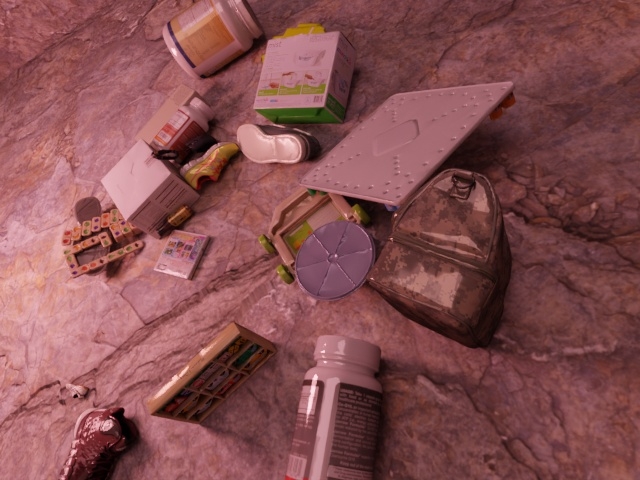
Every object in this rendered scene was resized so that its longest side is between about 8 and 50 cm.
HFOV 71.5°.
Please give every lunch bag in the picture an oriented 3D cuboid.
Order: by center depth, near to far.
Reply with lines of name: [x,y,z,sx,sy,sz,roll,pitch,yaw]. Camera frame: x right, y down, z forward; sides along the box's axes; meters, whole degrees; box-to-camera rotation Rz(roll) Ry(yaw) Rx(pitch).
lunch bag: [0.250,0.037,0.834,0.212,0.305,0.256,24,81,32]

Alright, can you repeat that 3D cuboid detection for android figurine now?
android figurine: [-0.075,-0.651,1.526,0.272,0.056,0.249,15,72,34]

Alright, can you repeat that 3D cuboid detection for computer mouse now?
computer mouse: [-0.441,-0.310,1.457,0.071,0.041,0.242,36,41,23]

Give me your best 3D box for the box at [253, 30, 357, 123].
box: [-0.050,-0.485,1.344,0.261,0.126,0.232,8,83,31]

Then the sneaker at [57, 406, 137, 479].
sneaker: [-0.542,0.548,1.098,0.162,0.106,0.282,-18,57,15]

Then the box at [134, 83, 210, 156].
box: [-0.543,-0.433,1.633,0.113,0.094,0.275,36,85,37]

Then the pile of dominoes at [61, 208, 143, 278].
pile of dominoes: [-0.721,-0.013,1.457,0.251,0.040,0.196,-28,64,-20]

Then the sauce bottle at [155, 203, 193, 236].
sauce bottle: [-0.464,-0.062,1.413,0.128,0.042,0.042,-43,52,-10]

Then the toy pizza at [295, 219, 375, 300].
toy pizza: [0.034,0.046,1.024,0.201,0.032,0.202,-13,59,22]

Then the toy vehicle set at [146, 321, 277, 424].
toy vehicle set: [-0.243,0.312,1.026,0.267,0.166,0.035,-43,52,1]

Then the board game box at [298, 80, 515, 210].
board game box: [0.184,-0.222,1.038,0.390,0.050,0.389,-45,31,-16]

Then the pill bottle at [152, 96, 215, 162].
pill bottle: [-0.471,-0.387,1.554,0.121,0.121,0.216,34,83,37]

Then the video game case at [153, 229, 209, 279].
video game case: [-0.426,0.041,1.362,0.157,0.019,0.143,9,69,32]

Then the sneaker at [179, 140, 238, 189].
sneaker: [-0.345,-0.239,1.442,0.208,0.081,0.094,-35,76,1]

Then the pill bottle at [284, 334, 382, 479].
pill bottle: [0.035,0.342,0.865,0.161,0.161,0.284,-1,64,27]

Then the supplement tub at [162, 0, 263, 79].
supplement tub: [-0.394,-0.773,1.654,0.316,0.228,0.229,-28,55,12]

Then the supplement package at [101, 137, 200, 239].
supplement package: [-0.563,-0.173,1.471,0.204,0.145,0.262,-46,54,-1]

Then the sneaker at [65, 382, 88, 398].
sneaker: [-0.715,0.438,1.292,0.083,0.032,0.037,-1,64,28]

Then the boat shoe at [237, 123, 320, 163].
boat shoe: [-0.136,-0.298,1.364,0.319,0.117,0.099,19,31,41]

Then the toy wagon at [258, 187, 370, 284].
toy wagon: [0.000,0.000,1.129,0.267,0.068,0.345,-39,54,5]

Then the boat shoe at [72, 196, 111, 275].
boat shoe: [-0.781,-0.007,1.536,0.118,0.103,0.321,-18,58,-14]
